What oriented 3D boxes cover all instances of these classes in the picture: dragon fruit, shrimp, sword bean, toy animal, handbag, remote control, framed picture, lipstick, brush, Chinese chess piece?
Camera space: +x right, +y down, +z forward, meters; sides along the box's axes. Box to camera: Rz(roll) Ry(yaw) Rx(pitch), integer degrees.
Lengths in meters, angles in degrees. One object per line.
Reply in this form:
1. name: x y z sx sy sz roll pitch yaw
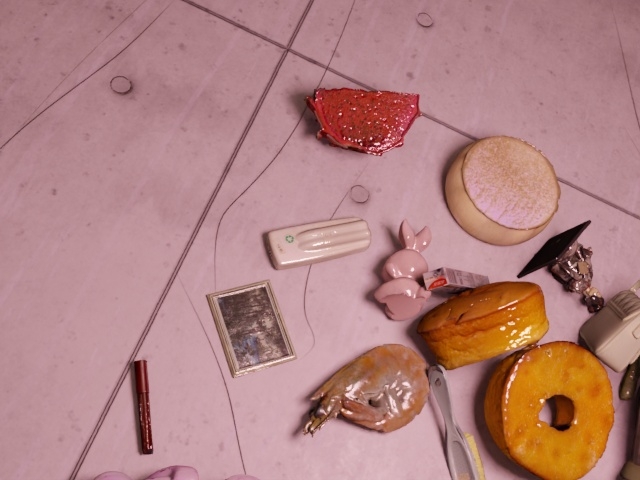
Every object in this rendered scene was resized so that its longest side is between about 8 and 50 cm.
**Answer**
1. dragon fruit: 0.092 -0.259 1.798 0.274 0.126 0.161 2 75 -6
2. shrimp: 0.098 0.323 1.551 0.317 0.077 0.168 -29 80 -29
3. sword bean: 0.735 0.250 1.796 0.038 0.043 0.269 32 60 -15
4. toy animal: 0.189 0.065 1.687 0.124 0.124 0.212 21 53 -7
5. handbag: 0.674 0.168 1.673 0.079 0.256 0.219 40 102 3
6. remote control: 0.000 0.001 1.682 0.230 0.049 0.090 -12 68 -20
7. framed picture: -0.140 0.177 1.579 0.142 0.011 0.183 -13 70 -22
8. lipstick: -0.333 0.313 1.450 0.027 0.027 0.176 -2 68 -18
9. brush: 0.286 0.394 1.569 0.060 0.068 0.296 -5 76 -37
10. Chinese chess piece: 0.432 -0.120 1.835 0.270 0.112 0.269 6 65 -13

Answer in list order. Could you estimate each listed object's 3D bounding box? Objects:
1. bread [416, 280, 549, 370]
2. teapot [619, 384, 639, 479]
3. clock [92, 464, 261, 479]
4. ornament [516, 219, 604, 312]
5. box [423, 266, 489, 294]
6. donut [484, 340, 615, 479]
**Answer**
1. bread: 0.338 0.168 1.602 0.270 0.195 0.142 -23 90 15
2. teapot: 0.749 0.349 1.626 0.201 0.270 0.336 10 88 -3
3. clock: -0.255 0.538 1.320 0.322 0.113 0.295 12 63 -10
4. ornament: 0.603 0.084 1.786 0.196 0.153 0.166 49 62 -2
5. box: 0.299 0.092 1.663 0.218 0.055 0.039 12 61 -54
6. donut: 0.464 0.346 1.591 0.303 0.110 0.302 1 87 -26
